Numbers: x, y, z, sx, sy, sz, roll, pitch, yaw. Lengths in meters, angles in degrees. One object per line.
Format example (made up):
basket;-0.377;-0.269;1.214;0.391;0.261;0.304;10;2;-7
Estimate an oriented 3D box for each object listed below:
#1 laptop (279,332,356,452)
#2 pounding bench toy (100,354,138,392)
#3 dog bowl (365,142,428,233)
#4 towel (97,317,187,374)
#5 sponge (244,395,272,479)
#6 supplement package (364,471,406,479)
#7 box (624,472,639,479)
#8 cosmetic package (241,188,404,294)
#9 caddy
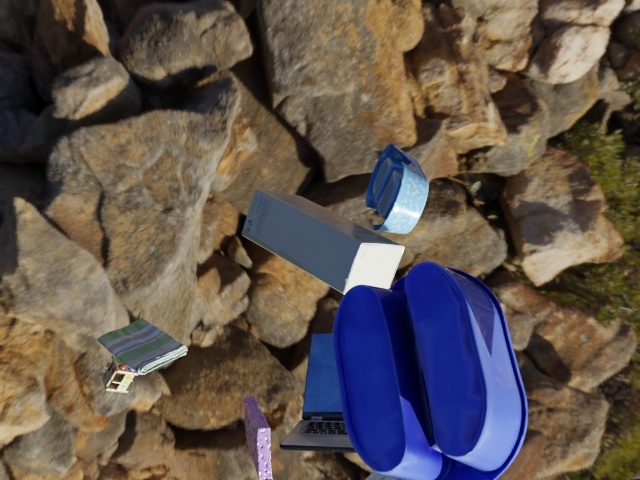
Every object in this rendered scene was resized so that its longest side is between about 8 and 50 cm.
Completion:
laptop;0.123;0.380;1.796;0.381;0.408;0.237;-2;89;11
pounding bench toy;-0.441;0.278;1.519;0.052;0.083;0.065;19;112;-40
dog bowl;0.177;-0.116;1.617;0.074;0.297;0.166;20;112;-10
towel;-0.347;0.201;1.351;0.113;0.152;0.023;-22;125;-43
sponge;-0.143;0.440;1.567;0.031;0.210;0.117;-4;97;-13
supplement package;0.240;0.553;1.364;0.199;0.263;0.198;17;122;-40
box;0.488;0.275;0.809;0.136;0.225;0.037;-2;75;-38
cosmetic package;0.000;0.000;1.458;0.160;0.309;0.113;5;109;-50
caddy;0.161;0.195;1.025;0.241;0.179;0.342;-22;63;28
